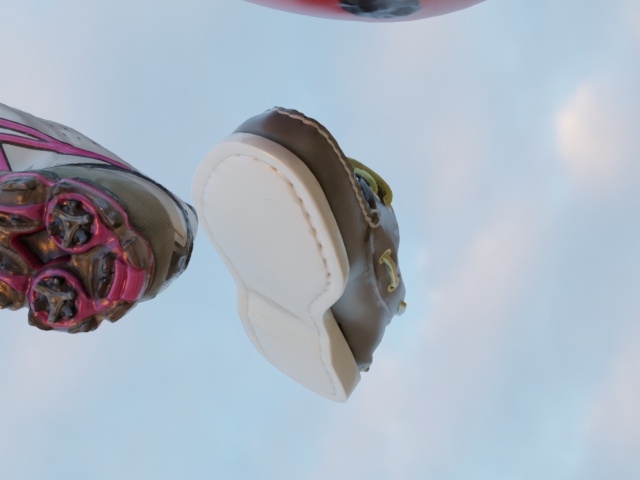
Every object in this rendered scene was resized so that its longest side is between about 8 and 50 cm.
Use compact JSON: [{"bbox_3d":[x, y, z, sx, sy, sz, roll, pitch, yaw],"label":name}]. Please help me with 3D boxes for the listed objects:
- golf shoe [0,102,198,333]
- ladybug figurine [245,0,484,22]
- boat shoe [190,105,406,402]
[{"bbox_3d":[-0.136,-0.022,0.733,0.086,0.186,0.067,-35,-32,-66],"label":"golf shoe"},{"bbox_3d":[-0.039,-0.258,0.990,0.305,0.449,0.162,-51,17,36],"label":"ladybug figurine"},{"bbox_3d":[-0.004,-0.002,1.186,0.091,0.109,0.305,-52,-21,-19],"label":"boat shoe"}]
